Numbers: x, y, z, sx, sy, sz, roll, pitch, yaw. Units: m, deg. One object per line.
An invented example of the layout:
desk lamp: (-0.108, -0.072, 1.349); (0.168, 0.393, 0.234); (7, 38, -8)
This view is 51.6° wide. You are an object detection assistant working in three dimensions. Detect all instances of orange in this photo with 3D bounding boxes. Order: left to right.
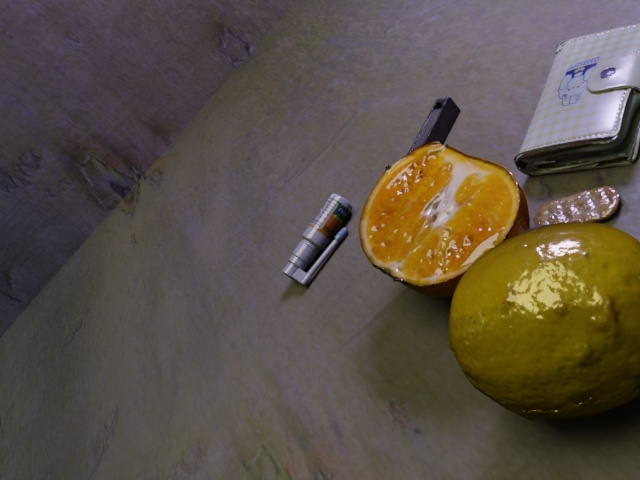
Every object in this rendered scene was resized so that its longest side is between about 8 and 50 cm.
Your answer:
orange: (0.203, -0.035, 1.137); (0.310, 0.274, 0.274); (29, 78, 23)

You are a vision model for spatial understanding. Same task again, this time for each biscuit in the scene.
biscuit: (0.421, -0.050, 1.095); (0.147, 0.018, 0.071); (-18, 44, 41)

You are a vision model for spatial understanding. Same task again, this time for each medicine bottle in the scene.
medicine bottle: (0.000, 0.000, 1.530); (0.092, 0.061, 0.221); (30, 81, 39)

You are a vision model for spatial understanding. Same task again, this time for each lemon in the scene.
lemon: (0.306, 0.103, 0.856); (0.284, 0.260, 0.260); (-35, 34, 14)

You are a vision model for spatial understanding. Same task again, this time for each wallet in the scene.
wallet: (0.489, -0.263, 1.200); (0.223, 0.077, 0.309); (-8, 49, 52)

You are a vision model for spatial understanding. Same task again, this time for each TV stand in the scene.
TV stand: (0.232, -0.204, 1.467); (0.040, 0.049, 0.256); (2, 58, 53)
